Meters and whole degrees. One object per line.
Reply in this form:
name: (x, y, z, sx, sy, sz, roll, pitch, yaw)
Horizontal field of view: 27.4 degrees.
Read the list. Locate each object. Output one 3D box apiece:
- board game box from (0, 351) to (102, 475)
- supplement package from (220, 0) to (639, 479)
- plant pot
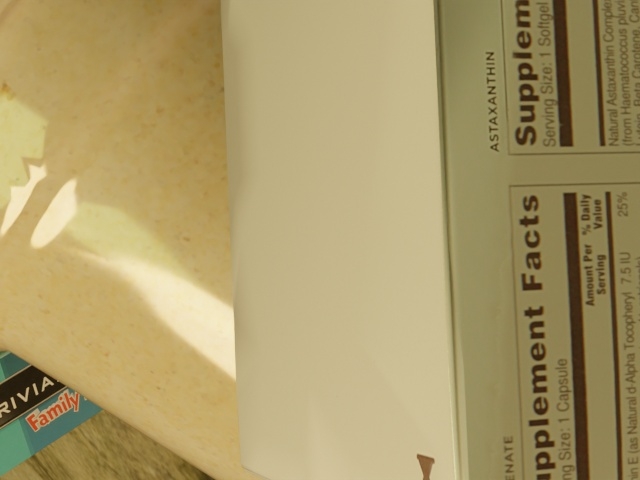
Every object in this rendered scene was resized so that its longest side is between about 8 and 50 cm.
board game box: (-0.237, 0.056, 0.903, 0.254, 0.336, 0.079, 13, 125, 42)
supplement package: (0.120, -0.019, 0.439, 0.199, 0.263, 0.198, 173, 94, -71)
plant pot: (0.000, 0.000, 0.657, 0.305, 0.334, 0.334, 39, 140, 5)
